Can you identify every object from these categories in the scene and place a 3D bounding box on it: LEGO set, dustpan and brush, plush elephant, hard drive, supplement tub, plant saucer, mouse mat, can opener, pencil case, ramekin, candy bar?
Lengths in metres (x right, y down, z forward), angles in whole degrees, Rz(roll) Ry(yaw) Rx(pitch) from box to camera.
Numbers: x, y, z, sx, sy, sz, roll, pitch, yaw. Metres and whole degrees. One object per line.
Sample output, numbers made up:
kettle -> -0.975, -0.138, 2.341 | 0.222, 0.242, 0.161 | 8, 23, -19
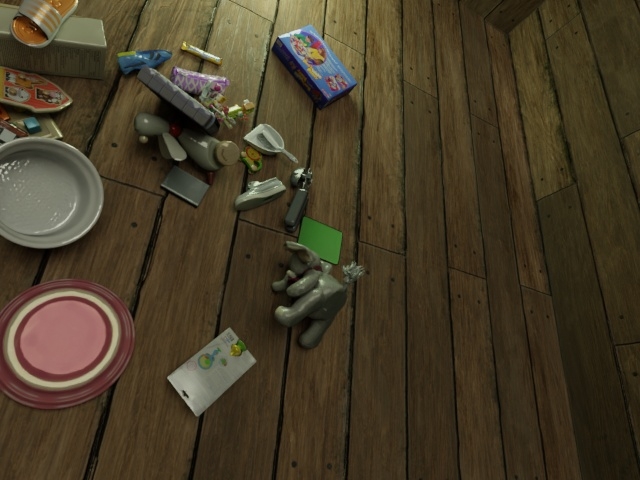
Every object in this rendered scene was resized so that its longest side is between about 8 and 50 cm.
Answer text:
LEGO set -> -0.324, -0.464, 1.512 | 0.107, 0.132, 0.287 | 38, 14, 18
dustpan and brush -> -0.175, -0.365, 1.615 | 0.211, 0.060, 0.147 | 45, 45, -11
plush elephant -> -0.048, 0.141, 1.387 | 0.330, 0.255, 0.272 | -48, 143, -4
hard drive -> -0.455, -0.182, 1.400 | 0.135, 0.022, 0.094 | 31, 57, -16
supplement tub -> -0.873, -0.228, 1.092 | 0.106, 0.106, 0.198 | 31, 83, -16
plant saucer -> -0.650, 0.253, 1.062 | 0.331, 0.084, 0.333 | 12, 65, -27
mouse mat -> 0.000, 0.000, 1.606 | 0.189, 0.007, 0.153 | 23, 60, -22
can opener -> -0.095, -0.165, 1.594 | 0.094, 0.076, 0.284 | 14, 59, 11
pencil case -> -0.450, -0.585, 1.534 | 0.205, 0.088, 0.087 | -1, 72, -32
ramekin -> -0.733, -0.122, 1.083 | 0.277, 0.135, 0.278 | -6, 99, -47
candy bar -> -0.462, -0.732, 1.633 | 0.161, 0.018, 0.040 | 16, 63, -24

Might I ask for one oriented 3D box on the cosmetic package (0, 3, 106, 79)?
cosmetic package -> -0.834, -0.599, 1.267 | 0.309, 0.160, 0.113 | -8, 73, -34

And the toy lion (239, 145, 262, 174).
toy lion -> -0.256, -0.309, 1.571 | 0.100, 0.034, 0.096 | 53, 46, -1

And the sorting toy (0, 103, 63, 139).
sorting toy -> -0.886, -0.350, 1.198 | 0.195, 0.047, 0.348 | -33, 89, -36

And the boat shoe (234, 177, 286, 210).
boat shoe -> -0.229, -0.174, 1.506 | 0.227, 0.079, 0.081 | -26, 75, -41

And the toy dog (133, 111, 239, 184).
toy dog -> -0.443, -0.290, 1.374 | 0.333, 0.220, 0.161 | 16, 94, -17

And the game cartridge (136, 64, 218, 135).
game cartridge -> -0.435, -0.433, 1.338 | 0.230, 0.355, 0.068 | 31, 92, -14

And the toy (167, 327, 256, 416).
toy -> -0.317, 0.382, 1.223 | 0.137, 0.056, 0.237 | 51, 49, 2

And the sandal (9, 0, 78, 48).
sandal -> -0.783, -0.659, 1.179 | 0.101, 0.076, 0.266 | 24, 58, -19

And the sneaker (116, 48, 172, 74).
sneaker -> -0.617, -0.633, 1.479 | 0.209, 0.069, 0.082 | -34, 122, -45

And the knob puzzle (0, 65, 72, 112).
knob puzzle -> -0.847, -0.448, 1.236 | 0.213, 0.030, 0.213 | 26, 36, -20

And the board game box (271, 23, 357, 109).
board game box -> -0.022, -0.787, 1.882 | 0.347, 0.078, 0.233 | 51, 54, -3
